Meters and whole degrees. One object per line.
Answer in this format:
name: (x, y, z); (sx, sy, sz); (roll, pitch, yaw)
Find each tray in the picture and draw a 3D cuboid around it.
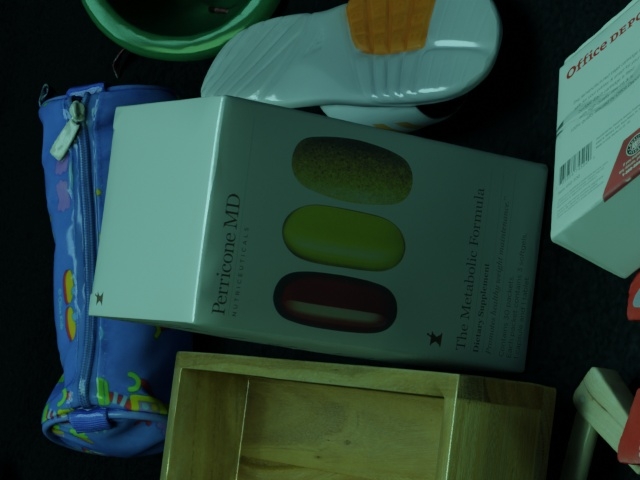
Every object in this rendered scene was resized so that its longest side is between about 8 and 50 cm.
tray: (0.004, 0.182, 1.267); (0.411, 0.076, 0.203); (-2, 80, 64)

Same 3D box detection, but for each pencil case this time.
pencil case: (-0.162, 0.017, 1.549); (0.119, 0.133, 0.306); (-10, 71, 24)

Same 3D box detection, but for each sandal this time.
sandal: (0.032, -0.115, 1.339); (0.265, 0.076, 0.102); (-1, 57, 45)

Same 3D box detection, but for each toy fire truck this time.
toy fire truck: (0.178, 0.104, 1.093); (0.135, 0.047, 0.192); (-7, 75, 57)

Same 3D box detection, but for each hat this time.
hat: (-0.100, -0.225, 1.615); (0.208, 0.183, 0.173); (2, 90, 15)

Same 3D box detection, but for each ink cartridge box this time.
ink cartridge box: (0.181, -0.063, 1.089); (0.099, 0.056, 0.135); (-42, 29, 43)

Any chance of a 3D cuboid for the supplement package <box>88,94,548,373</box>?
supplement package: (0.000, 0.000, 1.206); (0.134, 0.244, 0.139); (0, 82, 56)
